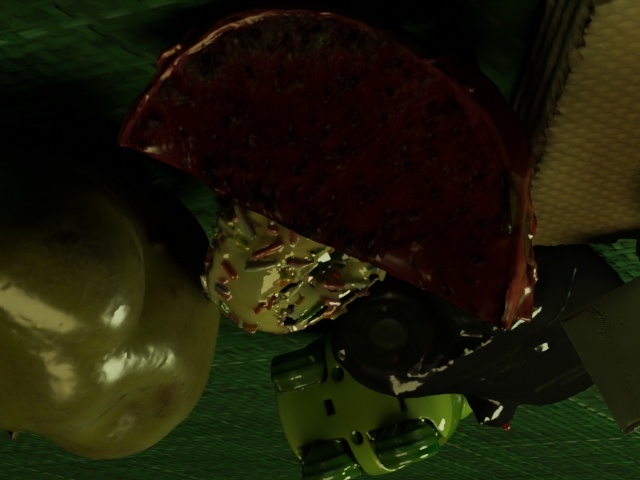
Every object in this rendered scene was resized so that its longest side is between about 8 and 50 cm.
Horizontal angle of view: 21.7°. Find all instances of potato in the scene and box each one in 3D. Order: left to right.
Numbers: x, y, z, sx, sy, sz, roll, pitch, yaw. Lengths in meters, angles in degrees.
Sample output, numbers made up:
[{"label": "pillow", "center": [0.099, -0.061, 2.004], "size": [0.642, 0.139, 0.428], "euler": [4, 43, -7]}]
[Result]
[{"label": "potato", "center": [-0.181, 0.031, 1.156], "size": [0.202, 0.218, 0.351], "euler": [-27, 160, 3]}]

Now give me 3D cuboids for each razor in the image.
[{"label": "razor", "center": [0.142, 0.064, 1.327], "size": [0.189, 0.107, 0.327], "euler": [-30, 159, 17]}]

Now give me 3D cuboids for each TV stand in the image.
[{"label": "TV stand", "center": [0.298, 0.026, 1.080], "size": [0.269, 0.088, 0.083], "euler": [-29, 168, 11]}]

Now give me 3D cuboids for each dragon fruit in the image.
[{"label": "dragon fruit", "center": [0.039, -0.062, 0.994], "size": [0.262, 0.134, 0.211], "euler": [25, -174, 17]}]

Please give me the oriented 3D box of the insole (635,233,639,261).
[{"label": "insole", "center": [0.275, -0.021, 1.075], "size": [0.110, 0.012, 0.309], "euler": [-36, 165, 30]}]

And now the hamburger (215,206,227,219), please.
[{"label": "hamburger", "center": [-0.010, 0.004, 1.290], "size": [0.133, 0.062, 0.140], "euler": [-7, 163, 31]}]

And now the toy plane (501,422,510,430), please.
[{"label": "toy plane", "center": [0.251, 0.121, 1.539], "size": [0.194, 0.126, 0.077], "euler": [-53, 167, 26]}]

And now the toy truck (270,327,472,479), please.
[{"label": "toy truck", "center": [0.072, 0.145, 1.629], "size": [0.211, 0.148, 0.187], "euler": [-14, 176, -40]}]

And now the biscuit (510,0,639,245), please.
[{"label": "biscuit", "center": [0.188, -0.086, 0.947], "size": [0.144, 0.078, 0.426], "euler": [1, 164, -1]}]

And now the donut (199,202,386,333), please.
[{"label": "donut", "center": [0.000, 0.000, 1.143], "size": [0.175, 0.068, 0.174], "euler": [-34, 156, -17]}]
